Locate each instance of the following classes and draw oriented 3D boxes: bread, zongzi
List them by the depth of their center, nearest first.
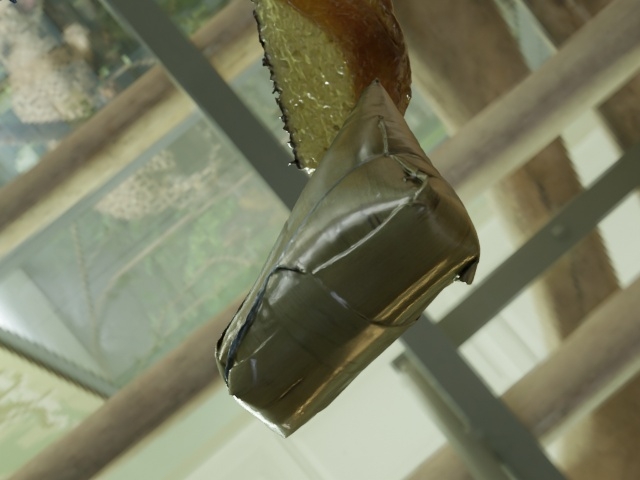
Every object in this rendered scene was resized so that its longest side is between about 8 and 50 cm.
[{"bbox_3d":[0.000,0.000,0.965,0.115,0.228,0.256,34,-161,-33],"label":"zongzi"},{"bbox_3d":[0.024,-0.190,1.301,0.134,0.129,0.260,-6,109,39],"label":"bread"}]

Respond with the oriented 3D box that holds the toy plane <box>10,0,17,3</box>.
[{"bbox_3d":[-0.476,-0.283,1.614,0.054,0.167,0.062,53,151,-7],"label":"toy plane"}]
